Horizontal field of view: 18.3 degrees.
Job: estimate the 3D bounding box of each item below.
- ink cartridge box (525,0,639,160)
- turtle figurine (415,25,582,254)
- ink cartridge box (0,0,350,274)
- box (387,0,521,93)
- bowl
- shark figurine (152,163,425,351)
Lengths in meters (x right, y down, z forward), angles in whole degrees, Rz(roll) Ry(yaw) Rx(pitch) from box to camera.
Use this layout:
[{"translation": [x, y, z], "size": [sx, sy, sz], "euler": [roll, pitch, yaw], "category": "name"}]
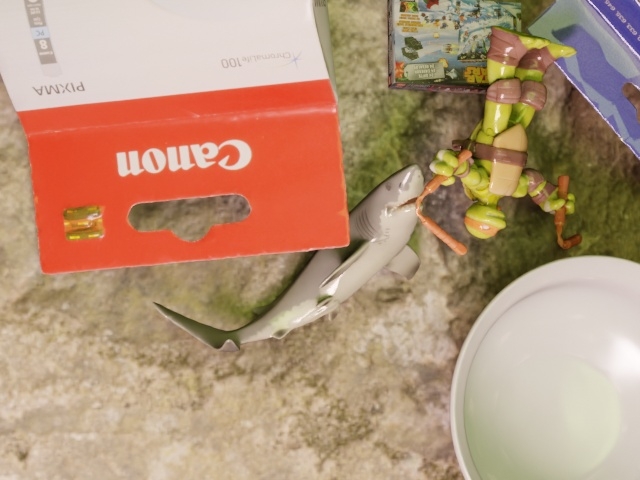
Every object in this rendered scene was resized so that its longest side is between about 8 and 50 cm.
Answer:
[{"translation": [0.415, -0.206, 1.977], "size": [0.307, 0.072, 0.303], "euler": [-45, 99, -11], "category": "ink cartridge box"}, {"translation": [0.183, -0.091, 1.927], "size": [0.269, 0.087, 0.217], "euler": [10, 96, -46], "category": "turtle figurine"}, {"translation": [-0.146, -0.167, 1.799], "size": [0.308, 0.091, 0.385], "euler": [-5, 94, 11], "category": "ink cartridge box"}, {"translation": [0.136, -0.197, 2.010], "size": [0.137, 0.027, 0.094], "euler": [3, 79, -14], "category": "box"}, {"translation": [0.248, 0.169, 1.926], "size": [0.298, 0.134, 0.297], "euler": [2, 80, -14], "category": "bowl"}, {"translation": [-0.015, 0.020, 1.919], "size": [0.278, 0.166, 0.116], "euler": [-37, 65, 0], "category": "shark figurine"}]
